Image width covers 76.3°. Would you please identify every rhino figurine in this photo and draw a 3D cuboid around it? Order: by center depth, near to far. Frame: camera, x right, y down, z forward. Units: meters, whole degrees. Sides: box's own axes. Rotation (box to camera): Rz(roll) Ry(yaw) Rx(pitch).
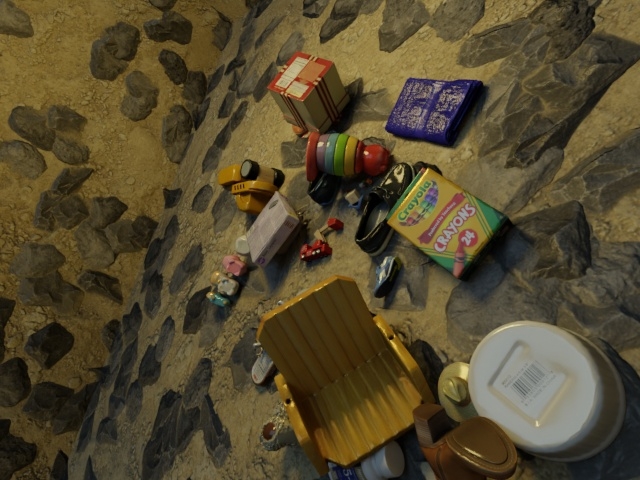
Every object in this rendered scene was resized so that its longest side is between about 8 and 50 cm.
[{"bbox_3d":[-0.128,-0.038,1.715,0.243,0.073,0.106,-49,35,21],"label":"rhino figurine"}]

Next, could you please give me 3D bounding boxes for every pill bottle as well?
[{"bbox_3d":[0.119,0.583,1.068,0.186,0.112,0.112,-32,48,34],"label":"pill bottle"}]

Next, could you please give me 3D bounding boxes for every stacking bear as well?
[{"bbox_3d":[0.105,-0.304,1.489,0.289,0.164,0.175,9,50,11],"label":"stacking bear"}]

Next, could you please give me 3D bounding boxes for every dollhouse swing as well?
[{"bbox_3d":[0.051,0.324,1.032,0.346,0.305,0.315,-29,40,-6],"label":"dollhouse swing"}]

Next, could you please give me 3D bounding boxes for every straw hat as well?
[{"bbox_3d":[0.331,0.366,0.993,0.144,0.061,0.144,-25,52,37],"label":"straw hat"}]

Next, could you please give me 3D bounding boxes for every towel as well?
[{"bbox_3d":[0.369,-0.455,1.391,0.308,0.076,0.228,31,93,51],"label":"towel"}]

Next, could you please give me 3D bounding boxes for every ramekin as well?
[{"bbox_3d":[0.446,0.299,0.836,0.277,0.135,0.277,-23,55,36],"label":"ramekin"}]

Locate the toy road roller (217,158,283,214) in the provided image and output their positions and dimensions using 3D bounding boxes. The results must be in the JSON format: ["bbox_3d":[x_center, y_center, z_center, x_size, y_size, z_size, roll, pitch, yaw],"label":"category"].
[{"bbox_3d":[-0.348,-0.239,1.983,0.329,0.202,0.241,-3,79,47],"label":"toy road roller"}]

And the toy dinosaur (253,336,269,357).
[{"bbox_3d":[-0.206,0.389,1.531,0.183,0.053,0.093,-16,57,43],"label":"toy dinosaur"}]

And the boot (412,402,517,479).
[{"bbox_3d":[0.305,0.474,0.824,0.283,0.109,0.220,-16,95,63],"label":"boot"}]

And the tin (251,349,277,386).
[{"bbox_3d":[-0.202,0.466,1.554,0.190,0.040,0.106,-59,35,6],"label":"tin"}]

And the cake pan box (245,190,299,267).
[{"bbox_3d":[-0.213,-0.047,1.714,0.267,0.070,0.246,-53,29,12],"label":"cake pan box"}]

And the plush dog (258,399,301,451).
[{"bbox_3d":[-0.073,0.557,1.280,0.262,0.210,0.225,-48,16,-26],"label":"plush dog"}]

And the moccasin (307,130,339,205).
[{"bbox_3d":[0.023,-0.316,1.666,0.137,0.117,0.342,-17,58,42],"label":"moccasin"}]

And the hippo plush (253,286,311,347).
[{"bbox_3d":[-0.038,0.288,1.379,0.294,0.234,0.236,-45,9,0],"label":"hippo plush"}]

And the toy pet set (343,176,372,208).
[{"bbox_3d":[0.146,-0.169,1.514,0.122,0.065,0.114,-30,15,31],"label":"toy pet set"}]

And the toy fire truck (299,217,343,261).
[{"bbox_3d":[0.000,0.000,1.574,0.192,0.047,0.135,-20,55,42],"label":"toy fire truck"}]

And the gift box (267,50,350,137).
[{"bbox_3d":[-0.061,-0.613,1.772,0.255,0.258,0.276,37,84,32],"label":"gift box"}]

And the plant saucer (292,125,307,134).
[{"bbox_3d":[-0.060,-0.599,1.980,0.200,0.037,0.200,-26,52,38],"label":"plant saucer"}]

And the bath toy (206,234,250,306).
[{"bbox_3d":[-0.407,0.132,1.906,0.151,0.129,0.348,29,95,7],"label":"bath toy"}]

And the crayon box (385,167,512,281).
[{"bbox_3d":[0.334,-0.061,1.145,0.318,0.081,0.202,42,103,34],"label":"crayon box"}]

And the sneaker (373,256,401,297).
[{"bbox_3d":[0.202,0.114,1.285,0.059,0.053,0.144,16,74,50],"label":"sneaker"}]

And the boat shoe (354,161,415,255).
[{"bbox_3d":[0.204,-0.121,1.360,0.127,0.113,0.340,28,91,52],"label":"boat shoe"}]
